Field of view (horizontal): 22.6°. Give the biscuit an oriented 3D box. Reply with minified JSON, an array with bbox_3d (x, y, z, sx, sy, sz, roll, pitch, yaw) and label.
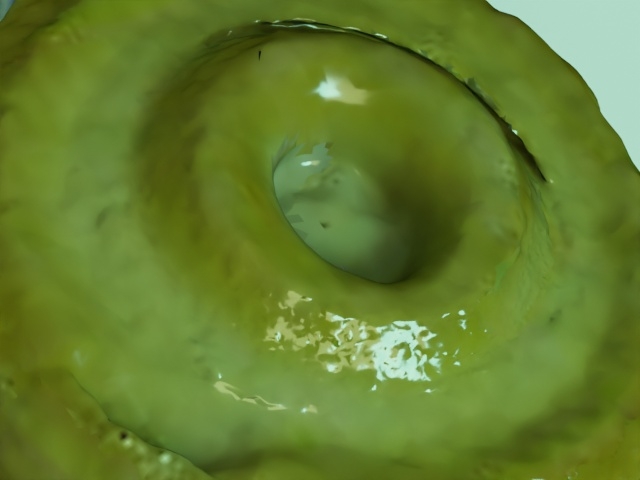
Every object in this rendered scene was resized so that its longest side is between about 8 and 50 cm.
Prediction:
[{"bbox_3d":[0.000,0.000,0.579,0.296,0.296,0.102,-2,145,-22],"label":"biscuit"}]
